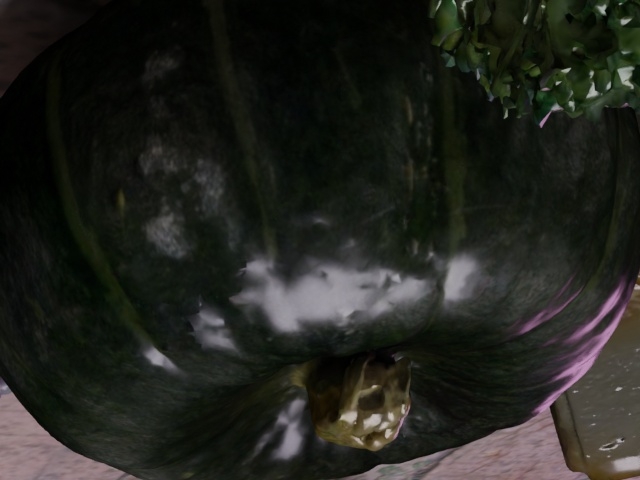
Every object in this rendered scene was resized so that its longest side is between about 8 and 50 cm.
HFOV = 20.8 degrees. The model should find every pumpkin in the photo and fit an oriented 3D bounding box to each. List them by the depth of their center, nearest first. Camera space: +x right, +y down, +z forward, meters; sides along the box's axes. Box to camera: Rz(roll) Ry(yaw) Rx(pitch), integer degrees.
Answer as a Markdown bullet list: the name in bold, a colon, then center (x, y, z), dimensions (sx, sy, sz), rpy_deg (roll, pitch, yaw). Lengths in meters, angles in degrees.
- **pumpkin**: center (0.000, 0.000, 0.753), dimensions (0.300, 0.207, 0.300), rpy_deg (-13, 155, -6)

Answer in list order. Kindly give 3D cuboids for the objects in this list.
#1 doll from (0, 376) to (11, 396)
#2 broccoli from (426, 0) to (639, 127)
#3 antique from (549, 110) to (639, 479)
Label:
- **doll**: center (-0.261, 0.092, 0.952), dimensions (0.227, 0.075, 0.102), rpy_deg (-26, 141, -1)
- **broccoli**: center (0.096, -0.152, 0.552), dimensions (0.220, 0.194, 0.194), rpy_deg (-53, 157, -10)
- **antique**: center (0.171, 0.011, 0.983), dimensions (0.125, 0.150, 0.284), rpy_deg (-17, 147, 4)
